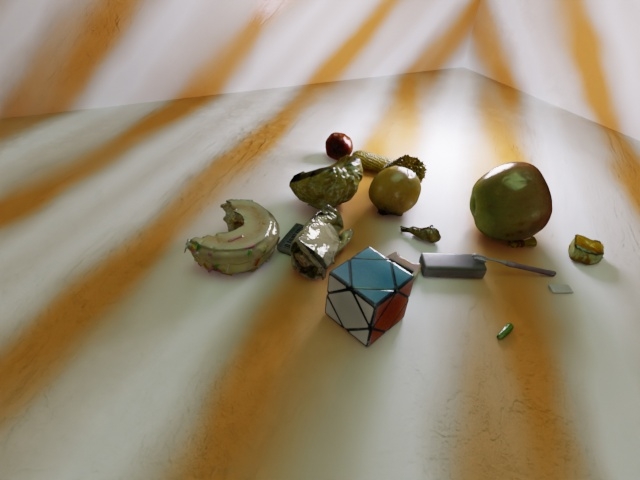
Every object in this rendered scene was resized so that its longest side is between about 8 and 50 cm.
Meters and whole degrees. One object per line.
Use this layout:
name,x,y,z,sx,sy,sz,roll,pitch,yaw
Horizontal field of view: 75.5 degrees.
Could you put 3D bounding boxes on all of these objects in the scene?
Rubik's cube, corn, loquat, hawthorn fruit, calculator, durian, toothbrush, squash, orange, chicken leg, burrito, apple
Rubik's cube,0.158,0.182,1.370,0.205,0.207,0.205,-31,49,-34
corn,0.305,-0.410,2.217,0.293,0.106,0.106,19,41,14
loquat,0.337,-0.221,1.888,0.244,0.244,0.244,2,39,-2
hawthorn fruit,0.104,-0.538,2.309,0.157,0.157,0.194,4,41,1
calculator,0.274,0.136,1.578,0.157,0.033,0.236,31,48,29
durian,0.401,-0.319,2.033,0.250,0.183,0.138,-24,14,47
toothbrush,0.758,0.100,1.616,0.354,0.024,0.029,12,44,-7
squash,0.625,0.307,1.396,0.089,0.027,0.027,-31,50,-33
orange,0.050,-0.259,1.896,0.369,0.210,0.271,-24,8,-33
chicken leg,0.433,-0.038,1.788,0.178,0.070,0.093,10,32,23
burrito,0.001,0.003,1.625,0.190,0.135,0.332,45,39,-7
apple,0.796,-0.157,1.771,0.305,0.338,0.338,-16,39,6

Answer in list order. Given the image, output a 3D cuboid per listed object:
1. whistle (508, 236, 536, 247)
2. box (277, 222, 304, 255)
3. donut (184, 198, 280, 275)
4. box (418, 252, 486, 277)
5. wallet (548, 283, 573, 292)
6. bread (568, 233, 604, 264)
whistle,0.865,0.004,1.782,0.109,0.046,0.057,-5,53,-1
box,-0.089,-0.002,1.715,0.115,0.036,0.177,19,41,15
donut,-0.315,-0.010,1.616,0.307,0.150,0.371,13,40,11
box,0.517,0.097,1.625,0.244,0.055,0.103,2,38,-3
wallet,0.919,0.185,1.582,0.083,0.011,0.044,1,38,-2
bread,1.115,0.042,1.732,0.128,0.069,0.140,21,38,19
